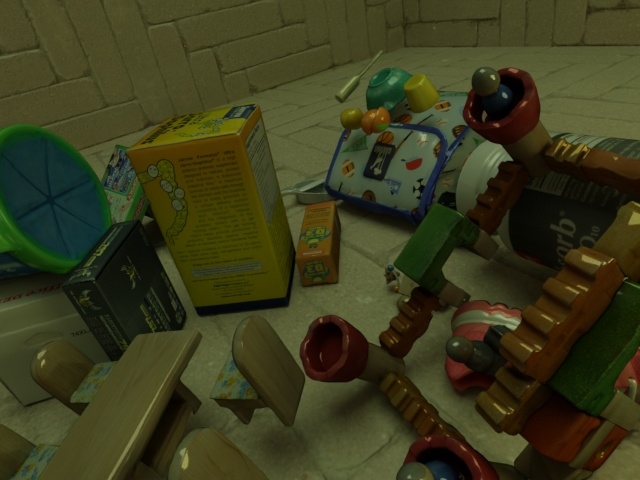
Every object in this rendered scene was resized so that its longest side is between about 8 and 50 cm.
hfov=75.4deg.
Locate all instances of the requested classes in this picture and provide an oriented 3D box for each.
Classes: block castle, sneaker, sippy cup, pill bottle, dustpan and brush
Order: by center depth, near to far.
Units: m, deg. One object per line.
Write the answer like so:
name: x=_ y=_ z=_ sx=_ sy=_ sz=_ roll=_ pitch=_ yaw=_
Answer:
block castle: x=0.189 y=0.045 z=0.453 sx=0.453 sy=0.213 sz=0.303 roll=-56 pitch=38 yaw=5
sneaker: x=0.311 y=0.178 z=0.527 sx=0.314 sy=0.116 sz=0.136 roll=5 pitch=44 yaw=37
pill bottle: x=0.403 y=-0.047 z=0.617 sx=0.210 sy=0.210 sz=0.363 roll=-27 pitch=30 yaw=-23
sippy cup: x=-0.507 y=-0.037 z=0.659 sx=0.224 sy=0.240 sz=0.305 roll=-16 pitch=-12 yaw=10
dustpan and brush: x=-0.050 y=-0.140 z=1.186 sx=0.211 sy=0.060 sz=0.147 roll=-25 pitch=33 yaw=-20

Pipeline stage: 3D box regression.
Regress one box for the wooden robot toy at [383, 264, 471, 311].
wooden robot toy: x=0.172 y=0.104 z=0.734 sx=0.173 sy=0.076 sz=0.079 roll=17 pitch=77 yaw=39

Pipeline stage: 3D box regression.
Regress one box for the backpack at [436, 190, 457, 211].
backpack: x=0.305 y=-0.043 z=0.868 sx=0.120 sy=0.101 sz=0.098 roll=11 pitch=40 yaw=24

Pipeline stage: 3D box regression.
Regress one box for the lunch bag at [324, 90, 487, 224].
lunch bag: x=0.237 y=-0.220 z=1.066 sx=0.328 sy=0.239 sz=0.385 roll=23 pitch=61 yaw=43

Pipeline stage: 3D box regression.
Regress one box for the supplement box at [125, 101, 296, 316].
supplement box: x=-0.183 y=-0.056 z=0.811 sx=0.195 sy=0.356 sz=0.194 roll=-7 pitch=31 yaw=7

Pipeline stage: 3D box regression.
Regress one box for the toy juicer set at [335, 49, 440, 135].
toy juicer set: x=0.140 y=-0.349 z=1.032 sx=0.209 sy=0.089 sz=0.329 roll=-37 pitch=37 yaw=11

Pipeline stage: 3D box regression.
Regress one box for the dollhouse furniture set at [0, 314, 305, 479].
dollhouse furniture set: x=-0.268 y=0.231 z=0.409 sx=0.362 sy=0.256 sz=0.394 roll=-10 pitch=36 yaw=25

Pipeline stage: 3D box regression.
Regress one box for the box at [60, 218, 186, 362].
box: x=-0.318 y=0.107 z=0.711 sx=0.059 sy=0.232 sz=0.183 roll=-11 pitch=30 yaw=6

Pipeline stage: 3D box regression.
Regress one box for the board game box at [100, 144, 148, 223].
board game box: x=-0.534 y=-0.091 z=1.093 sx=0.214 sy=0.046 sz=0.317 roll=17 pitch=85 yaw=38

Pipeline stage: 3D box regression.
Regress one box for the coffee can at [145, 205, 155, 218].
coffee can: x=-0.407 y=-0.140 z=1.177 sx=0.275 sy=0.201 sz=0.201 roll=16 pitch=41 yaw=39

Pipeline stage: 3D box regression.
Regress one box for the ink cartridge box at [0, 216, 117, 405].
ink cartridge box: x=-0.471 y=0.117 z=0.782 sx=0.198 sy=0.197 sz=0.270 roll=-16 pitch=31 yaw=-7

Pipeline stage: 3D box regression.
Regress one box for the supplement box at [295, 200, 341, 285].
supplement box: x=0.000 y=0.000 z=0.927 sx=0.078 sy=0.080 sz=0.233 roll=-9 pitch=33 yaw=10
